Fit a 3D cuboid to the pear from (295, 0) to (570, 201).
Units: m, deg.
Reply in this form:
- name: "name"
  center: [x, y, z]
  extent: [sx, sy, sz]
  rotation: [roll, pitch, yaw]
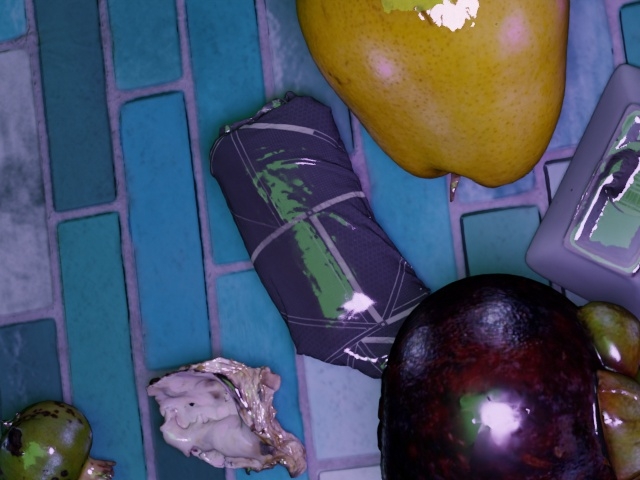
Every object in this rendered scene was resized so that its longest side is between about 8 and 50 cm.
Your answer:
- name: "pear"
  center: [0.123, -0.218, 1.699]
  extent: [0.285, 0.285, 0.336]
  rotation: [-24, 79, 18]

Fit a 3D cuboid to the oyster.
- name: "oyster"
  center: [-0.095, 0.199, 1.867]
  extent: [0.191, 0.081, 0.163]
  rotation: [47, 128, 3]

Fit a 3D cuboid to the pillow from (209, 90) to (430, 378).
- name: "pillow"
  center: [0.000, 0.000, 1.825]
  extent: [0.161, 0.092, 0.335]
  rotation: [-30, 77, 13]

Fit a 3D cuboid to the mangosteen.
- name: "mangosteen"
  center: [0.198, 0.179, 1.637]
  extent: [0.300, 0.300, 0.300]
  rotation: [-2, 85, 22]

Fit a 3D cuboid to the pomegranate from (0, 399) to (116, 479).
- name: "pomegranate"
  center: [-0.297, 0.250, 1.919]
  extent: [0.161, 0.122, 0.122]
  rotation: [27, 96, -5]

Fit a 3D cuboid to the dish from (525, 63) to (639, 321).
- name: "dish"
  center: [0.326, -0.046, 1.706]
  extent: [0.182, 0.080, 0.243]
  rotation: [27, 95, 22]
